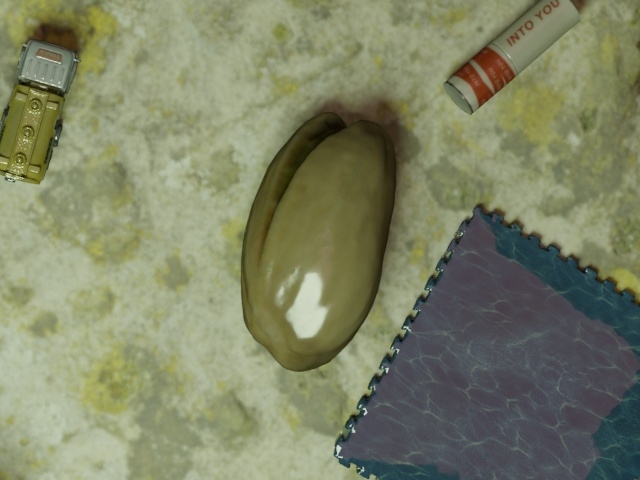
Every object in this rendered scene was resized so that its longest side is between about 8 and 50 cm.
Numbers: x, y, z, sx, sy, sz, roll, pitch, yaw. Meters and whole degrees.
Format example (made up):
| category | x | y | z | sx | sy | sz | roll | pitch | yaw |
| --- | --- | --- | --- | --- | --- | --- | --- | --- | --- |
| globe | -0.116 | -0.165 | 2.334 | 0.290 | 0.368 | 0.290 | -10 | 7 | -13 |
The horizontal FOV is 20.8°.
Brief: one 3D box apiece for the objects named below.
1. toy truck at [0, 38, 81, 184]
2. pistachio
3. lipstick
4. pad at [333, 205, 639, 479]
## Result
| category | x | y | z | sx | sy | sz | roll | pitch | yaw |
| --- | --- | --- | --- | --- | --- | --- | --- | --- | --- |
| toy truck | -0.240 | -0.108 | 1.466 | 0.052 | 0.063 | 0.123 | 16 | 89 | -8 |
| pistachio | 0.000 | 0.000 | 1.484 | 0.135 | 0.136 | 0.226 | 16 | 82 | -9 |
| lipstick | 0.169 | -0.167 | 1.542 | 0.130 | 0.038 | 0.038 | -41 | 97 | -6 |
| pad | 0.184 | 0.143 | 1.567 | 0.269 | 0.012 | 0.269 | 29 | 87 | -8 |
